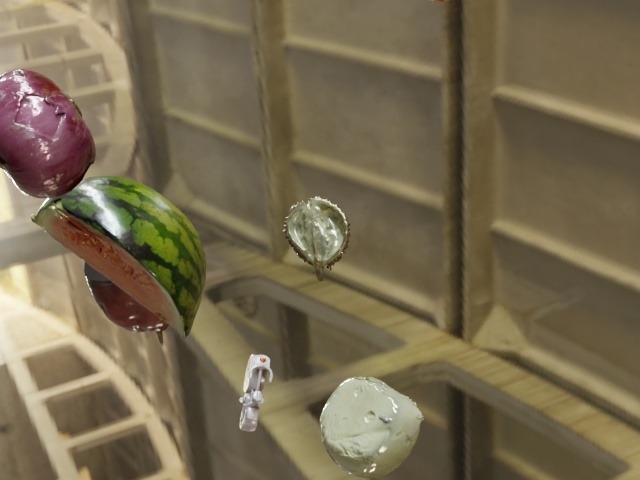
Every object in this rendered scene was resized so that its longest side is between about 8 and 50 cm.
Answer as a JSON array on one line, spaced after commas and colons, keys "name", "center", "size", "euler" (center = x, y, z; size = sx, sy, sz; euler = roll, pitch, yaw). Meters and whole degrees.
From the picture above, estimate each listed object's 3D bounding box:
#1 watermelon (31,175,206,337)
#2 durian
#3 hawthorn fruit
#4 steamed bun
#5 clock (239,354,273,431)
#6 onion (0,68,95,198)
[{"name": "watermelon", "center": [-0.283, 0.010, 1.613], "size": [0.303, 0.159, 0.128], "euler": [38, 8, -6]}, {"name": "durian", "center": [0.000, 0.000, 2.333], "size": [0.091, 0.148, 0.189], "euler": [54, 31, -67]}, {"name": "hawthorn fruit", "center": [-0.350, 0.101, 2.121], "size": [0.189, 0.189, 0.251], "euler": [17, -47, 64]}, {"name": "steamed bun", "center": [0.062, 0.225, 1.265], "size": [0.091, 0.112, 0.130], "euler": [38, -16, -35]}, {"name": "clock", "center": [-0.110, 0.250, 1.783], "size": [0.087, 0.041, 0.129], "euler": [127, -26, -63]}, {"name": "onion", "center": [-0.380, -0.138, 1.414], "size": [0.177, 0.153, 0.177], "euler": [-19, 90, -83]}]
